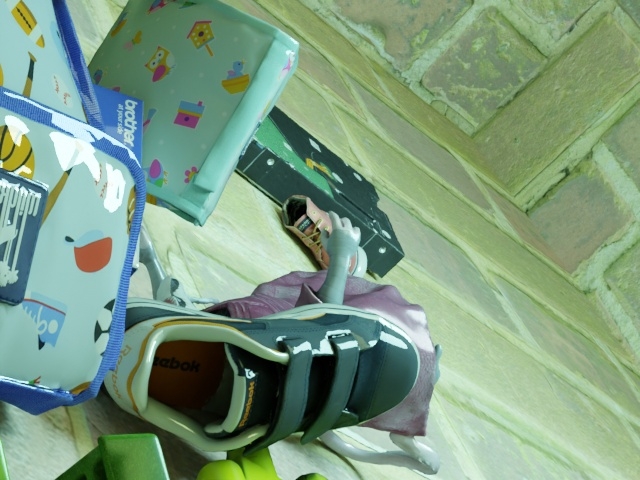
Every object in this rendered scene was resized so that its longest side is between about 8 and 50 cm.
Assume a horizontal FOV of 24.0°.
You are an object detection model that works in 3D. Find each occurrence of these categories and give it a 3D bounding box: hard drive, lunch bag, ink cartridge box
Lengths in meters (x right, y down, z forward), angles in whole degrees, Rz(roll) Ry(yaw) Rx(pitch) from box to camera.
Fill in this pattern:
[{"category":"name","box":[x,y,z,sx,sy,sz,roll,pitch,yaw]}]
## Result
[{"category":"hard drive","box":[-0.030,-0.103,2.277,0.339,0.064,0.237,38,16,-29]},{"category":"lunch bag","box":[-0.143,-0.143,1.611,0.160,0.223,0.262,34,-6,-38]},{"category":"lunch bag","box":[-0.309,-0.070,1.103,0.328,0.239,0.385,24,42,-56]},{"category":"ink cartridge box","box":[-0.225,-0.060,1.452,0.097,0.046,0.207,17,50,-27]}]

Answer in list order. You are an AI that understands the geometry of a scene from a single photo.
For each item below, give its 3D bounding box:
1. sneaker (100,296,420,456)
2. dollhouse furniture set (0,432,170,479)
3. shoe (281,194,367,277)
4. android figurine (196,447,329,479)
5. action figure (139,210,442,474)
[{"category":"sneaker","box":[-0.043,0.125,1.322,0.321,0.126,0.127,4,15,-24]},{"category":"dollhouse furniture set","box":[-0.172,0.275,0.849,0.197,0.151,0.301,2,59,-40]},{"category":"shoe","box":[0.000,0.000,2.089,0.081,0.063,0.178,35,12,-31]},{"category":"android figurine","box":[-0.006,0.284,1.301,0.248,0.056,0.273,37,15,-30]},{"category":"action figure","box":[-0.059,0.112,1.505,0.370,0.248,0.276,0,89,-54]}]
